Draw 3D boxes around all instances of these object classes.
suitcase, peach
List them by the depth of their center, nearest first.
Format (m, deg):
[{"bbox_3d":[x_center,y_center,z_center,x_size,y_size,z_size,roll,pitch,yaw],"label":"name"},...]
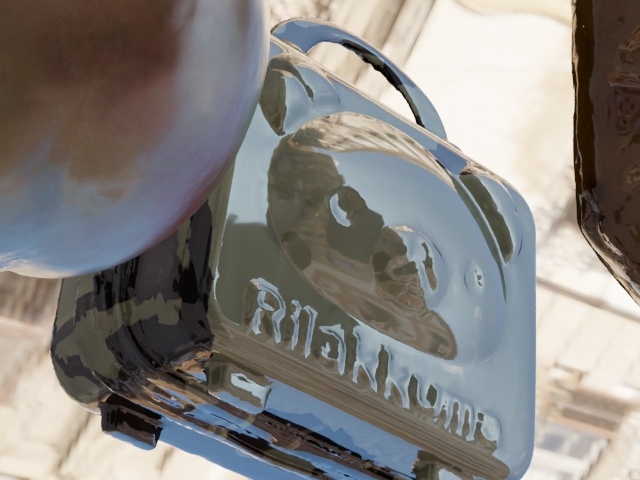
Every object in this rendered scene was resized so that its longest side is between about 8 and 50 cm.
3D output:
[{"bbox_3d":[-0.162,-0.112,0.843,0.292,0.292,0.247,-41,-145,31],"label":"peach"},{"bbox_3d":[0.000,0.000,1.235,0.194,0.351,0.339,-26,-133,41],"label":"suitcase"}]

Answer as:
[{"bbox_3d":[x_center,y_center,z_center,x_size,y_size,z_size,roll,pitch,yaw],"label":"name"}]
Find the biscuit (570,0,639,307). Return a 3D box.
[{"bbox_3d":[0.254,-0.069,0.700,0.046,0.359,0.359,176,-71,-75],"label":"biscuit"}]
